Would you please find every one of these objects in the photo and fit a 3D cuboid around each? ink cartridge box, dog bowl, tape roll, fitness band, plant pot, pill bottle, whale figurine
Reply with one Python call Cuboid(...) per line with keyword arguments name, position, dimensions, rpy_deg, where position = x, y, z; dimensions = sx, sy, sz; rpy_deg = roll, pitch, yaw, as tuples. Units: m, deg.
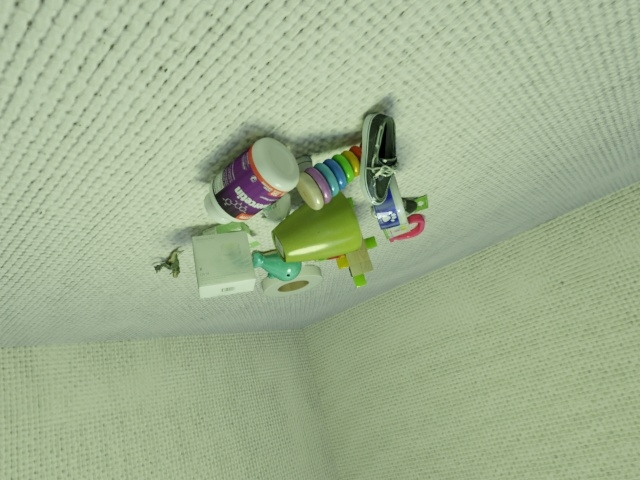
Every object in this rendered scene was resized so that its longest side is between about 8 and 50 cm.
Cuboid(name="ink cartridge box", position=(-0.383, -0.011, 1.907), dimensions=(0.171, 0.056, 0.235), rpy_deg=(-20, 160, 11))
Cuboid(name="ink cartridge box", position=(0.429, -0.114, 2.186), dimensions=(0.255, 0.097, 0.189), rpy_deg=(-19, 159, 11))
Cuboid(name="dog bowl", position=(0.242, -0.177, 1.642), dimensions=(0.104, 0.265, 0.265), rpy_deg=(-17, 160, 10))
Cuboid(name="tape roll", position=(-0.176, 0.260, 2.748), dimensions=(0.391, 0.072, 0.392), rpy_deg=(-15, 160, -6))
Cuboid(name="fitness band", position=(0.476, -0.062, 2.420), dimensions=(0.208, 0.054, 0.291), rpy_deg=(-17, 161, 3))
Cuboid(name="plant pot", position=(-0.033, -0.029, 1.718), dimensions=(0.293, 0.275, 0.275), rpy_deg=(-24, 163, -18))
Cuboid(name="pill bottle", position=(-0.232, -0.177, 1.407), dimensions=(0.322, 0.182, 0.181), rpy_deg=(-30, 155, 34))
Cuboid(name="whale figurine", position=(-0.225, 0.129, 2.243), dimensions=(0.271, 0.141, 0.216), rpy_deg=(10, 125, -27))

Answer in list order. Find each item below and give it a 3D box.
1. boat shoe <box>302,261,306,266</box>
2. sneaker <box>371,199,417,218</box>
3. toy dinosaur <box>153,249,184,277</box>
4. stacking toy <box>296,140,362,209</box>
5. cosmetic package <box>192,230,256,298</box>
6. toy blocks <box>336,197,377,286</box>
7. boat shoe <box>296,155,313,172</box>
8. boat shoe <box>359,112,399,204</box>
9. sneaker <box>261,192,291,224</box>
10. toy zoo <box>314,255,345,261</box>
Cuboid(name="boat shoe", position=(-0.186, 0.149, 2.429), dimensions=(0.257, 0.084, 0.095), rpy_deg=(-2, 155, -32))
Cuboid(name="sneaker", position=(0.355, -0.163, 2.024), dimensions=(0.228, 0.086, 0.132), rpy_deg=(-12, 157, -8))
Cuboid(name="toy dinosaur", position=(-0.692, 0.109, 1.990), dimensions=(0.118, 0.064, 0.268), rpy_deg=(-22, 164, -29))
Cuboid(name="stacking toy", position=(0.081, -0.241, 1.464), dimensions=(0.330, 0.141, 0.141), rpy_deg=(-33, 163, -14))
Cuboid(name="cosmetic package", position=(-0.398, 0.096, 1.784), dimensions=(0.223, 0.225, 0.138), rpy_deg=(-8, 155, -18))
Cuboid(name="toy blocks", position=(0.147, 0.018, 2.014), dimensions=(0.190, 0.382, 0.261), rpy_deg=(-17, 175, 1))
Cuboid(name="boat shoe", position=(-0.121, -0.217, 1.539), dimensions=(0.226, 0.076, 0.083), rpy_deg=(-28, 156, 30))
Cuboid(name="boat shoe", position=(0.202, -0.251, 1.406), dimensions=(0.113, 0.105, 0.307), rpy_deg=(-15, 119, -32))
Cuboid(name="sneaker", position=(-0.182, -0.123, 1.752), dimensions=(0.094, 0.080, 0.212), rpy_deg=(7, 153, -21))
Cuboid(name="toy zoo", position=(0.121, 0.055, 2.490), dimensions=(0.292, 0.030, 0.192), rpy_deg=(-9, 159, -17))
